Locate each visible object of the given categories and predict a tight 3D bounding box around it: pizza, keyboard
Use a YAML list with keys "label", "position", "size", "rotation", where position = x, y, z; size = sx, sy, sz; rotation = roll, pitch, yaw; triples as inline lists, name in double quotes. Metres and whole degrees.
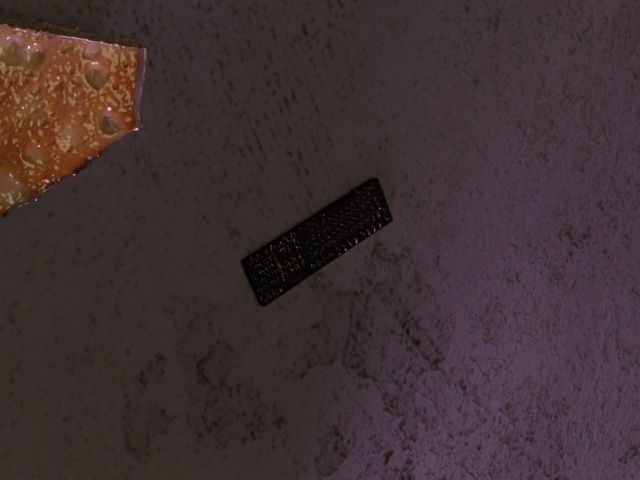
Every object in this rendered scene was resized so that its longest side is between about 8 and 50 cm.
- label: "pizza"
  position: [-0.268, -0.121, 1.258]
  size: [0.188, 0.080, 0.204]
  rotation: [2, 105, -13]
- label: "keyboard"
  position: [0.000, 0.000, 1.495]
  size: [0.204, 0.013, 0.061]
  rotation: [-33, 113, -28]
